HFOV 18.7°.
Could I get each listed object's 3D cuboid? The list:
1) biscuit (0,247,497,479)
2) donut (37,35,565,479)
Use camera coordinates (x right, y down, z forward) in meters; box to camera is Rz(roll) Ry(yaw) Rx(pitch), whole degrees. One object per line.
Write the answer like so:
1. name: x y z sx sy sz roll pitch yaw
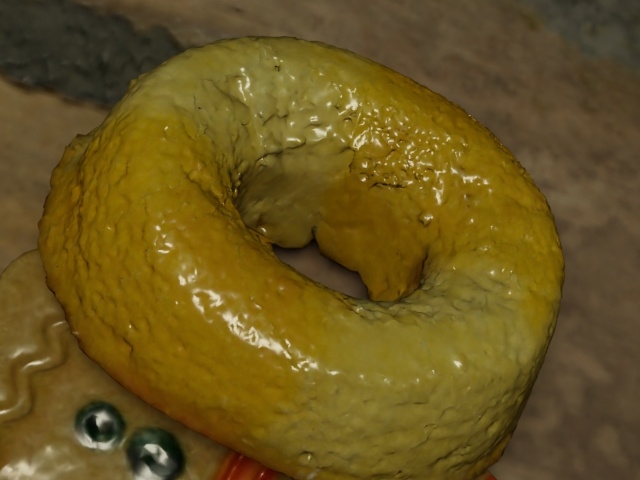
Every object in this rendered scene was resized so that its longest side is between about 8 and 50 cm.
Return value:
1. biscuit: -0.027 0.093 0.642 0.225 0.036 0.166 33 66 2
2. donut: 0.000 0.000 0.640 0.178 0.065 0.162 22 45 -10
